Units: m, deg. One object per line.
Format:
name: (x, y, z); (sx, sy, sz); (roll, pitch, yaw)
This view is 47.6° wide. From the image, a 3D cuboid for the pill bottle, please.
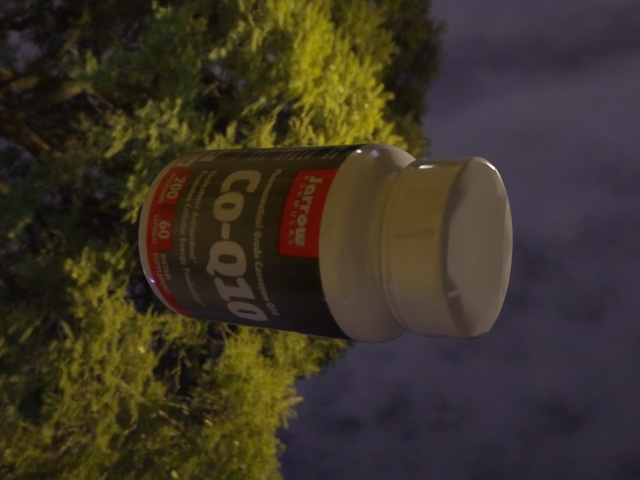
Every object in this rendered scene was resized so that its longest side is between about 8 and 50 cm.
pill bottle: (0.000, 0.000, 0.608); (0.283, 0.161, 0.161); (2, -120, 35)
